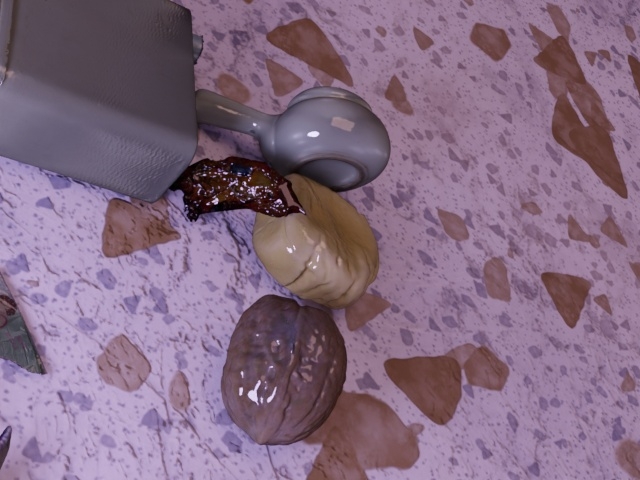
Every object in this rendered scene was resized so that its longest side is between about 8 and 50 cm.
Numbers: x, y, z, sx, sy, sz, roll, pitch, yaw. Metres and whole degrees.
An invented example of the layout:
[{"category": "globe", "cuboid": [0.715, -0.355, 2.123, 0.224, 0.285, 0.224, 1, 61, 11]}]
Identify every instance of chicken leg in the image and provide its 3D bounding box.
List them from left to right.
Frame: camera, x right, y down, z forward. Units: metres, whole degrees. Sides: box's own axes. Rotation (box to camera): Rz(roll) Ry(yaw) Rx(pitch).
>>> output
[{"category": "chicken leg", "cuboid": [-0.135, -0.080, 1.977, 0.063, 0.234, 0.105, 43, 47, -77]}]

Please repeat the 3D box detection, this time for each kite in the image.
[{"category": "kite", "cuboid": [-0.455, 0.127, 1.635, 0.229, 0.012, 0.250, 25, 44, -17]}]

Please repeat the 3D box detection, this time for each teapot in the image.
[{"category": "teapot", "cuboid": [-0.039, -0.184, 2.106, 0.318, 0.220, 0.149, 18, 58, -29]}]

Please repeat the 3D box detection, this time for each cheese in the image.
[{"category": "cheese", "cuboid": [0.000, 0.000, 2.054, 0.214, 0.117, 0.226, 33, 36, -23]}]

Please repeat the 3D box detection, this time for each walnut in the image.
[{"category": "walnut", "cuboid": [-0.052, 0.188, 1.813, 0.178, 0.178, 0.230, 30, 54, -17]}]

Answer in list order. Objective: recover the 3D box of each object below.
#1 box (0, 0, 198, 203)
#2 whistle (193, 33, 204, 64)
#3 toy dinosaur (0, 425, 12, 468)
[{"category": "box", "cuboid": [-0.371, -0.263, 1.919, 0.344, 0.177, 0.352, 20, 45, -31]}, {"category": "whistle", "cuboid": [-0.341, -0.366, 2.114, 0.312, 0.062, 0.062, 20, 46, -27]}, {"category": "toy dinosaur", "cuboid": [-0.407, 0.349, 1.434, 0.162, 0.077, 0.294, 45, 41, -11]}]
